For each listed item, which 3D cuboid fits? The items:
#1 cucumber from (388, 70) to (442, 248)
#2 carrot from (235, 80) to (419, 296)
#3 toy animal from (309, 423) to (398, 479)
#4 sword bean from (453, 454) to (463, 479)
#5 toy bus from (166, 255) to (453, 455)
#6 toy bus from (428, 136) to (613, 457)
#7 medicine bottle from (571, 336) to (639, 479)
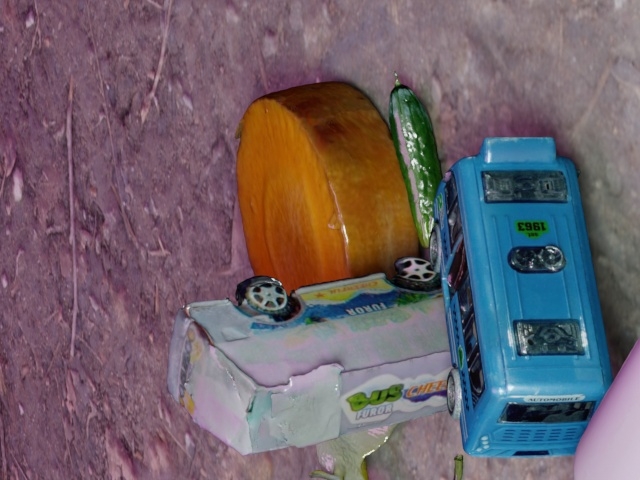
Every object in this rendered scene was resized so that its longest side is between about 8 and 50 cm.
[{"bbox_3d":[0.090,-0.075,1.787,0.039,0.039,0.168,-19,82,61],"label":"cucumber"},{"bbox_3d":[0.000,0.000,1.908,0.258,0.100,0.307,17,113,62],"label":"carrot"},{"bbox_3d":[0.011,0.206,1.897,0.219,0.155,0.095,-50,16,46],"label":"toy animal"},{"bbox_3d":[0.126,0.240,1.826,0.012,0.012,0.083,37,127,52],"label":"sword bean"},{"bbox_3d":[0.035,0.096,1.640,0.138,0.317,0.112,46,138,44],"label":"toy bus"},{"bbox_3d":[0.159,0.043,1.544,0.134,0.113,0.246,102,166,-58],"label":"toy bus"},{"bbox_3d":[0.268,0.156,1.408,0.152,0.152,0.254,61,146,34],"label":"medicine bottle"}]
